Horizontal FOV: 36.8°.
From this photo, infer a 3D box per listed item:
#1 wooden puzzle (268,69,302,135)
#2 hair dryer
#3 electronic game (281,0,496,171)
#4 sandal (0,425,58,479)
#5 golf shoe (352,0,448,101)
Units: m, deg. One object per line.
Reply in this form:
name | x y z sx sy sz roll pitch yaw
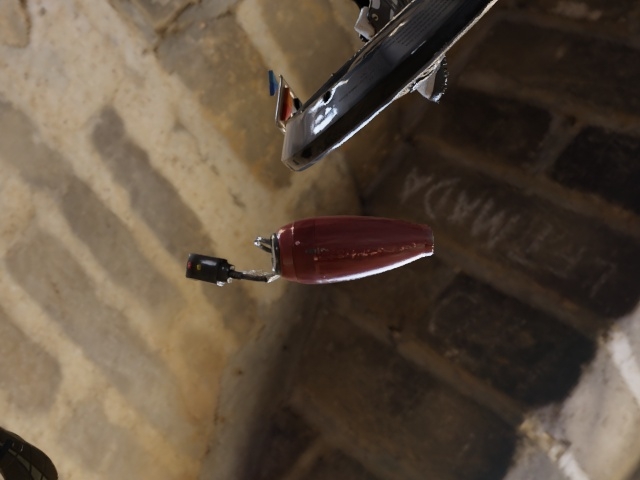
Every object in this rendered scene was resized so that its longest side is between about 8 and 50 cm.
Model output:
wooden puzzle | -0.036 -0.156 1.169 0.014 0.078 0.116 -6 165 18
hair dryer | 0.000 0.000 1.183 0.293 0.080 0.223 0 -168 31
electronic game | 0.058 -0.132 0.694 0.048 0.229 0.229 47 171 -8
sandal | -0.472 0.332 1.465 0.180 0.072 0.049 38 162 -3
golf shoe | 0.091 -0.254 1.211 0.077 0.094 0.198 114 138 -61
